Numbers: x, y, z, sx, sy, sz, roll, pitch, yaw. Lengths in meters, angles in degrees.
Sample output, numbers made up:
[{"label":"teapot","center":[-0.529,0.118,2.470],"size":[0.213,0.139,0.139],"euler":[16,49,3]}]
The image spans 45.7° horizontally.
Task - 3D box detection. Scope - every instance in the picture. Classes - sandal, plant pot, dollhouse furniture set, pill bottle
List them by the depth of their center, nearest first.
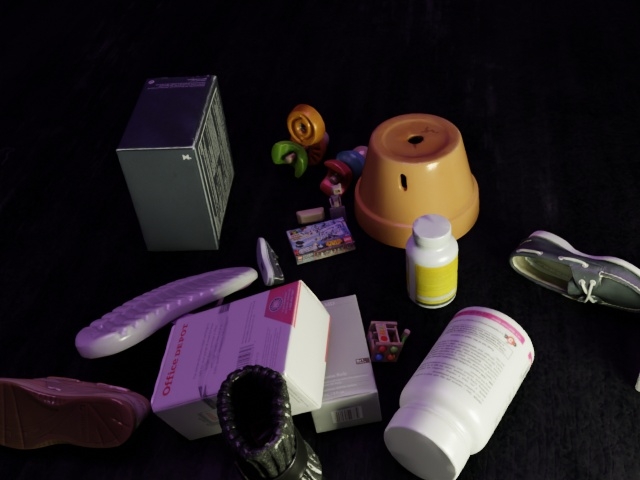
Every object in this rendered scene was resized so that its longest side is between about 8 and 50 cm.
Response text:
[{"label":"pill bottle","center":[0.235,0.259,1.290],"size":[0.160,0.160,0.283],"euler":[21,48,28]},{"label":"pill bottle","center":[0.222,0.041,1.517],"size":[0.103,0.184,0.103],"euler":[-4,42,4]},{"label":"sandal","center":[-0.299,0.154,1.525],"size":[0.169,0.102,0.416],"euler":[4,20,46]},{"label":"plant pot","center":[0.214,-0.150,1.719],"size":[0.291,0.203,0.291],"euler":[-5,42,4]},{"label":"dollhouse furniture set","center":[-0.004,-0.090,1.784],"size":[0.114,0.091,0.081],"euler":[-11,26,0]}]

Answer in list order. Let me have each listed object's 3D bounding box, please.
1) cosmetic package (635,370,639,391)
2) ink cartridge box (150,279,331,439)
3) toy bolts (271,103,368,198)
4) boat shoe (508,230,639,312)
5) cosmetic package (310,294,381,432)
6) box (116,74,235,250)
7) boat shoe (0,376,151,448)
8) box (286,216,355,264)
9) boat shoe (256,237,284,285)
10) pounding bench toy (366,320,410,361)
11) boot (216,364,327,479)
[{"label":"cosmetic package","center":[0.660,0.182,1.352],"size":[0.231,0.117,0.085],"euler":[-37,50,-28]},{"label":"ink cartridge box","center":[-0.137,0.213,1.344],"size":[0.283,0.117,0.207],"euler":[-19,40,25]},{"label":"toy bolts","center":[0.026,-0.236,1.863],"size":[0.228,0.218,0.158],"euler":[37,49,16]},{"label":"boat shoe","center":[0.513,0.078,1.500],"size":[0.091,0.114,0.302],"euler":[-33,36,-27]},{"label":"cosmetic package","center":[0.030,0.223,1.403],"size":[0.127,0.107,0.238],"euler":[-12,44,-1]},{"label":"box","center":[-0.323,-0.178,1.754],"size":[0.182,0.296,0.294],"euler":[-2,42,5]},{"label":"boat shoe","center":[-0.482,0.310,1.385],"size":[0.341,0.122,0.110],"euler":[6,6,10]},{"label":"box","center":[0.000,0.000,1.712],"size":[0.137,0.027,0.094],"euler":[-14,41,-8]},{"label":"boat shoe","center":[-0.112,0.048,1.665],"size":[0.040,0.049,0.142],"euler":[2,40,-19]},{"label":"pounding bench toy","center":[0.137,0.196,1.452],"size":[0.083,0.052,0.065],"euler":[3,41,-12]},{"label":"boot","center":[-0.032,0.370,1.126],"size":[0.131,0.260,0.348],"euler":[-30,46,-24]}]
